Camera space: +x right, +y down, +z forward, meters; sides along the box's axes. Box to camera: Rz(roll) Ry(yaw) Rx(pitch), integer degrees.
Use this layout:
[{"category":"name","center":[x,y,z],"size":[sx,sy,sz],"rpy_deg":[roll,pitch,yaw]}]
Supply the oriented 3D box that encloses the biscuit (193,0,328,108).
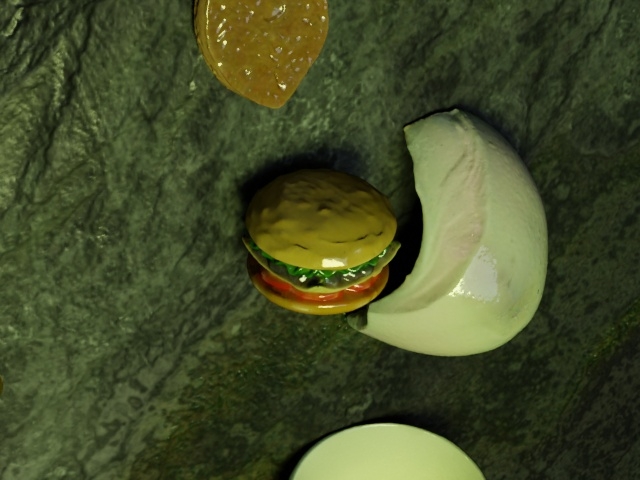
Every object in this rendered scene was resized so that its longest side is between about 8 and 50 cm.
[{"category":"biscuit","center":[-0.055,-0.225,1.809],"size":[0.142,0.029,0.221],"rpy_deg":[-19,127,-25]}]

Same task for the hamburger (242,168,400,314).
[{"category":"hamburger","center":[0.000,0.000,1.903],"size":[0.162,0.162,0.115],"rpy_deg":[-17,132,-25]}]

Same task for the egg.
[{"category":"egg","center":[0.163,0.020,2.015],"size":[0.206,0.162,0.271],"rpy_deg":[12,111,-37]}]

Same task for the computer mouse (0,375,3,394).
[{"category":"computer mouse","center":[-0.385,0.131,1.798],"size":[0.102,0.045,0.199],"rpy_deg":[-50,133,-1]}]

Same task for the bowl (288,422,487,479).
[{"category":"bowl","center":[0.075,0.332,2.118],"size":[0.237,0.238,0.126],"rpy_deg":[-22,142,-21]}]
